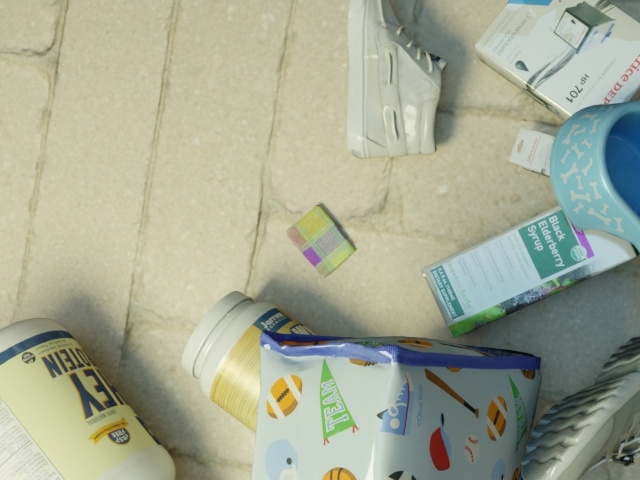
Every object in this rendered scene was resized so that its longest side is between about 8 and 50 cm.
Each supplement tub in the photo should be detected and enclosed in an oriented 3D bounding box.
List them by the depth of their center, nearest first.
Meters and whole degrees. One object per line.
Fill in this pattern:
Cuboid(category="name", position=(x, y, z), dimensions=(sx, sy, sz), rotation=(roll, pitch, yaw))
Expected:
Cuboid(category="supplement tub", position=(-0.058, 0.167, 1.364), dimensions=(0.200, 0.144, 0.144), rotation=(34, 95, 15))
Cuboid(category="supplement tub", position=(-0.334, 0.285, 1.384), dimensions=(0.235, 0.235, 0.325), rotation=(-45, 77, 8))

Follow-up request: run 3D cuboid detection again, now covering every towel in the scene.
Cuboid(category="towel", position=(0.000, 0.000, 1.430), dimensions=(0.060, 0.009, 0.083), rotation=(-42, 77, 8))

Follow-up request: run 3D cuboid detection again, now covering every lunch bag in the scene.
Cuboid(category="lunch bag", position=(0.100, 0.270, 1.204), dimensions=(0.239, 0.386, 0.327), rotation=(5, 88, 42))

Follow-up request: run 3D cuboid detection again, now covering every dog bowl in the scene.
Cuboid(category="dog bowl", position=(0.389, -0.033, 1.222), dimensions=(0.297, 0.074, 0.166), rotation=(47, 67, -7))

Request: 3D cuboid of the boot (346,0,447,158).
Cuboid(category="boot", position=(0.100, -0.232, 1.386), dimensions=(0.124, 0.095, 0.258), rotation=(1, 95, 10))

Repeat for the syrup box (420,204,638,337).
Cuboid(category="syrup box", position=(0.252, 0.027, 1.314), dimensions=(0.237, 0.096, 0.093), rotation=(-26, 82, 13))

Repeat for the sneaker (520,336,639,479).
Cuboid(category="sneaker", position=(0.338, 0.207, 1.211), dimensions=(0.281, 0.105, 0.115), rotation=(-32, 91, -31))

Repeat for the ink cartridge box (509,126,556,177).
Cuboid(category="ink cartridge box", position=(0.280, -0.105, 1.350), dimensions=(0.083, 0.028, 0.048), rotation=(20, 91, 16))

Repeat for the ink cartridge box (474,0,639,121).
Cuboid(category="ink cartridge box", position=(0.306, -0.227, 1.325), dimensions=(0.191, 0.082, 0.139), rotation=(39, 96, 16))
